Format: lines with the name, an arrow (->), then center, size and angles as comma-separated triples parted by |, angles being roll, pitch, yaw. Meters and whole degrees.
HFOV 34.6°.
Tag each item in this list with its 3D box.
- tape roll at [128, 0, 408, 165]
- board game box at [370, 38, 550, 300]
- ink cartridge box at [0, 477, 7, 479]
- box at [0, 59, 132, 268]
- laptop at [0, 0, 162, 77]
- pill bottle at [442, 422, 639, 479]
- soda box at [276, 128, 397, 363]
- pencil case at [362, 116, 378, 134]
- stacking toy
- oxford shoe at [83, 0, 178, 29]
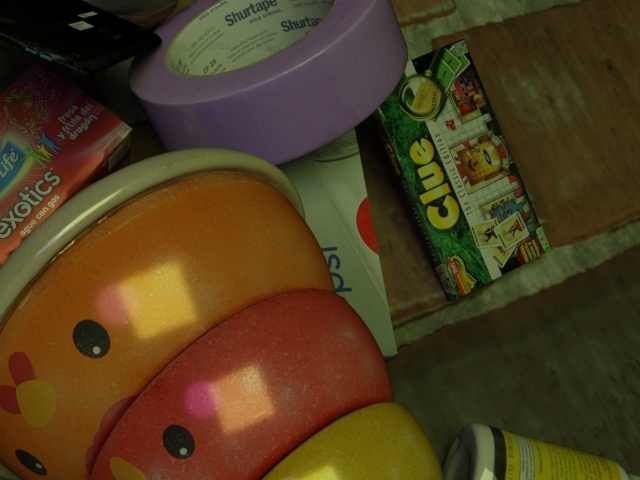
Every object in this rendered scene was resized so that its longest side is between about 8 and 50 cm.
tape roll -> -0.054, -0.185, 1.049 | 0.275, 0.090, 0.274 | -16, 36, 12
board game box -> 0.149, -0.079, 1.134 | 0.136, 0.030, 0.259 | -26, 95, -18
ink cartridge box -> -0.382, 0.224, 0.755 | 0.223, 0.307, 0.129 | 19, 87, -2
box -> -0.309, -0.030, 0.993 | 0.123, 0.128, 0.257 | 36, 65, 3
laptop -> -0.321, -0.174, 0.972 | 0.264, 0.234, 0.136 | 24, 110, -1
pill bottle -> 0.231, 0.261, 1.009 | 0.209, 0.119, 0.119 | 16, 66, -6
soda box -> 0.000, 0.000, 1.075 | 0.098, 0.091, 0.286 | -3, 69, -15
pencil case -> 0.046, -0.165, 1.169 | 0.152, 0.064, 0.070 | 34, 52, 2
stacking toy -> -0.020, 0.183, 0.784 | 0.351, 0.350, 0.480 | -35, 58, -23
oxford shoe -> -0.280, -0.397, 1.159 | 0.169, 0.130, 0.449 | -23, 60, -17
